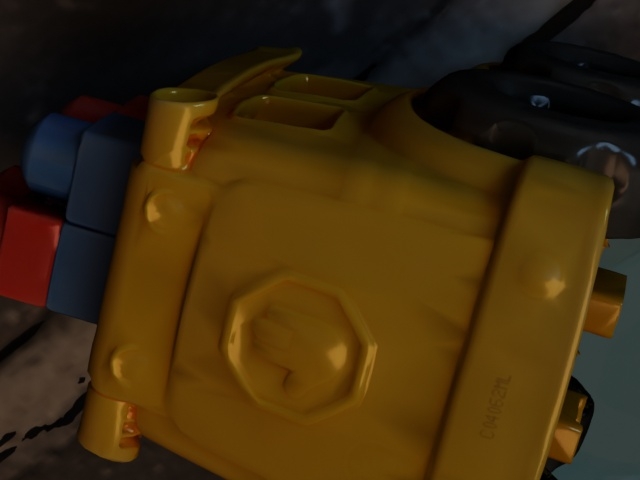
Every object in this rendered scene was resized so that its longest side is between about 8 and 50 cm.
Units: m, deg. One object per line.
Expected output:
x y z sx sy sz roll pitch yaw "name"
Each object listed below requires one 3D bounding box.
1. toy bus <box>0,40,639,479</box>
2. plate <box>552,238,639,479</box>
0.000 0.000 0.542 0.211 0.220 0.149 16 108 10 "toy bus"
0.153 0.051 0.697 0.188 0.024 0.188 -7 124 -10 "plate"
